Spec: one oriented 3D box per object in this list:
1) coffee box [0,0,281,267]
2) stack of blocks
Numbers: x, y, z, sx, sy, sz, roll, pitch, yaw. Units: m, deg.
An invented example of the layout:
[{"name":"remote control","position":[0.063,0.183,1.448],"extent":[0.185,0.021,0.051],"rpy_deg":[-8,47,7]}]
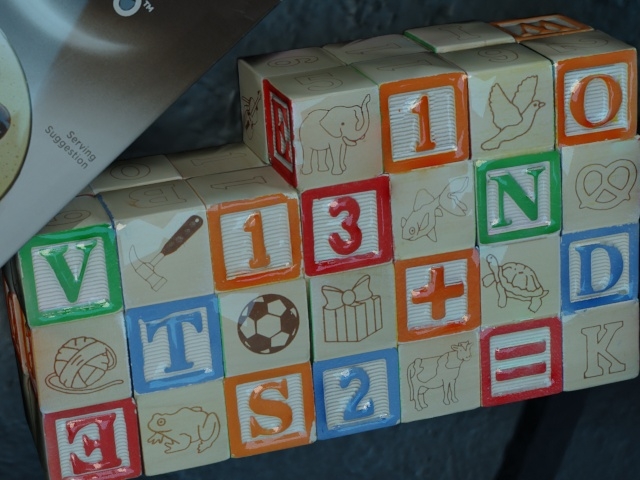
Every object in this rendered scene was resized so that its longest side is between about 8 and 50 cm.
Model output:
[{"name":"coffee box","position":[-0.184,-0.071,0.712],"extent":[0.297,0.119,0.168],"rpy_deg":[-44,115,1]},{"name":"stack of blocks","position":[0.000,0.000,0.816],"extent":[0.297,0.087,0.171],"rpy_deg":[-10,112,-15]}]
